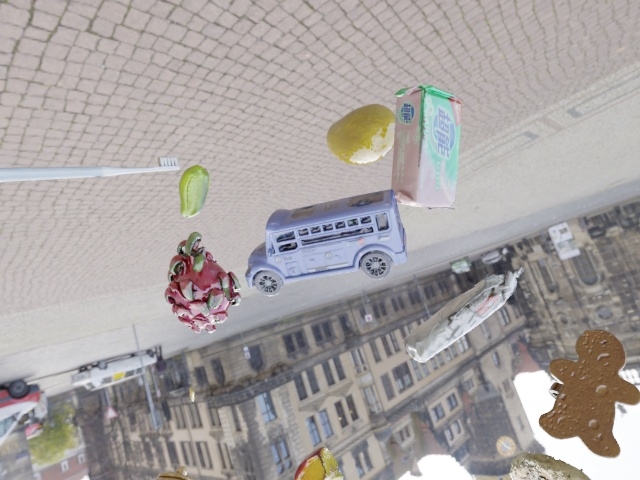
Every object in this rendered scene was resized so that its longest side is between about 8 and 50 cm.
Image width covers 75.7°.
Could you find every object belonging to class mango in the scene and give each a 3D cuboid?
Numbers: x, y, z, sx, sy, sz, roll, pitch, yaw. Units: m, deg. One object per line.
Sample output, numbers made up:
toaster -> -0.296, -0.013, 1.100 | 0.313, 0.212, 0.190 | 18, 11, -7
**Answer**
mango -> 0.141, -0.360, 1.445 | 0.142, 0.196, 0.331 | 2, 173, -37
mango -> -0.392, -0.151, 1.264 | 0.091, 0.165, 0.074 | 15, -170, -24

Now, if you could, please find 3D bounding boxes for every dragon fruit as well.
dragon fruit -> -0.349, 0.129, 1.164 | 0.198, 0.273, 0.218 | -43, -152, -17

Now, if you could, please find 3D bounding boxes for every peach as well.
peach -> -0.008, 0.711, 1.238 | 0.118, 0.151, 0.151 | -25, 168, 22

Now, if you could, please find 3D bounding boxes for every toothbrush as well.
toothbrush -> -0.430, -0.132, 0.768 | 0.342, 0.030, 0.025 | -14, -169, -38

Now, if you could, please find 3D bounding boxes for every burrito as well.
burrito -> 0.434, 0.226, 1.264 | 0.445, 0.101, 0.139 | -43, 174, 20

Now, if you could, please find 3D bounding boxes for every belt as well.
belt -> 0.643, 0.404, 1.075 | 0.036, 0.059, 0.083 | -42, -139, -21

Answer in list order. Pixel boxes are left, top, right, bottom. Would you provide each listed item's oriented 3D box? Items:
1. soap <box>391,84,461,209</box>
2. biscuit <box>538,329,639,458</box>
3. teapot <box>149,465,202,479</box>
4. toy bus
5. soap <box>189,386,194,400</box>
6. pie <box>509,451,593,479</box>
soap -> 0.255, -0.211, 0.984 | 0.217, 0.274, 0.098 | -1, -173, -43
biscuit -> 0.465, 0.254, 0.707 | 0.138, 0.205, 0.031 | 15, 167, 27
teapot -> -0.411, 0.709, 1.124 | 0.203, 0.167, 0.311 | 39, 128, -24
toy bus -> 0.000, 0.000, 0.734 | 0.291, 0.133, 0.125 | -10, -160, 15
soap -> -0.497, 0.594, 1.593 | 0.012, 0.034, 0.089 | -18, 146, -32
pie -> 0.586, 0.624, 0.977 | 0.055, 0.274, 0.274 | -31, 177, -30
